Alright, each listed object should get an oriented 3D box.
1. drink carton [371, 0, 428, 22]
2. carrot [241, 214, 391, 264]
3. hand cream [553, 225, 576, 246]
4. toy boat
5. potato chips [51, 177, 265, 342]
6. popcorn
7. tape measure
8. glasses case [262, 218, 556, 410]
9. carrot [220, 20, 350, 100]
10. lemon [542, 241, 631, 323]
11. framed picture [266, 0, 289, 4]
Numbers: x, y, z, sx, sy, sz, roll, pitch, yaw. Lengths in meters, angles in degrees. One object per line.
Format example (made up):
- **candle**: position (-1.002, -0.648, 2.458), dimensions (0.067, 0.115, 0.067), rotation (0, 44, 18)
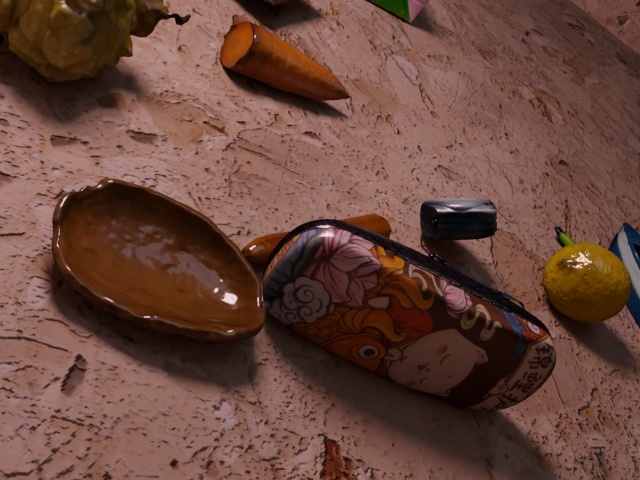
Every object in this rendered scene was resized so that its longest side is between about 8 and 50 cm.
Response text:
- **drink carton**: position (0.090, -0.562, 1.806), dimensions (0.271, 0.108, 0.161), rotation (22, 36, -28)
- **carrot**: position (0.000, 0.000, 0.999), dimensions (0.248, 0.043, 0.043), rotation (-9, 54, -51)
- **hand cream**: position (0.409, 0.025, 1.426), dimensions (0.122, 0.023, 0.036), rotation (54, 13, 27)
- **toy boat**: position (0.521, 0.082, 1.432), dimensions (0.096, 0.061, 0.299), rotation (22, 34, -26)
- **potato chips**: position (-0.144, 0.025, 0.800), dimensions (0.202, 0.049, 0.150), rotation (24, 38, -28)
- **popcorn**: position (-0.252, -0.250, 0.970), dimensions (0.195, 0.174, 0.168), rotation (16, 68, -78)
- **tape measure**: position (0.191, 0.026, 1.179), dimensions (0.107, 0.104, 0.179), rotation (-50, 123, -82)
- **glasses case**: position (0.093, 0.080, 0.906), dimensions (0.321, 0.122, 0.082), rotation (26, 31, -20)
- **carrot**: position (-0.036, -0.237, 1.261), dimensions (0.205, 0.072, 0.072), rotation (17, 36, -36)
- **lemon**: position (0.366, 0.059, 1.247), dimensions (0.133, 0.109, 0.109), rotation (31, 30, -24)
- **framed picture**: position (-0.146, -0.474, 1.480), dimensions (0.289, 0.016, 0.213), rotation (35, 29, 9)
